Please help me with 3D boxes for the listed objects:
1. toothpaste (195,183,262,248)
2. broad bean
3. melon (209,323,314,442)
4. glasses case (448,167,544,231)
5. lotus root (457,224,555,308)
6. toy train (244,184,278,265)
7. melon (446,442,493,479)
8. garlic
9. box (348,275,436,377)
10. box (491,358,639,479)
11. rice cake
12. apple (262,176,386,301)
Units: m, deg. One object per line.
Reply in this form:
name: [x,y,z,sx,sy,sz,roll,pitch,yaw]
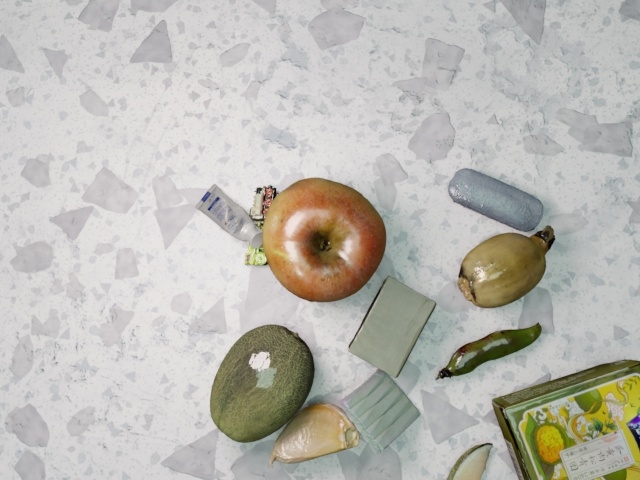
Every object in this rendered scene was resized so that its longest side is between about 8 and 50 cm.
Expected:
toothpaste: [-0.267,-0.070,1.484,0.266,0.061,0.096,37,87,29]
broad bean: [0.469,0.307,1.403,0.339,0.061,0.077,-24,89,1]
melon: [-0.157,0.383,1.343,0.249,0.248,0.329,35,91,7]
glasses case: [0.511,-0.119,1.457,0.282,0.067,0.109,25,87,5]
lotus root: [0.529,0.064,1.387,0.310,0.183,0.182,-30,81,-7]
toy train: [-0.178,-0.047,1.498,0.085,0.053,0.249,5,82,10]
melon: [0.407,0.632,1.369,0.098,0.054,0.182,19,84,0]
garlic: [-0.015,0.535,1.353,0.245,0.164,0.145,-21,98,7]
box: [0.197,0.237,1.386,0.155,0.149,0.231,28,85,7]
box: [0.717,0.553,1.315,0.420,0.138,0.373,-18,81,0]
rice cake: [0.164,0.459,1.358,0.189,0.037,0.198,50,43,8]
apple: [0.000,0.000,1.363,0.339,0.305,0.338,0,91,-7]
